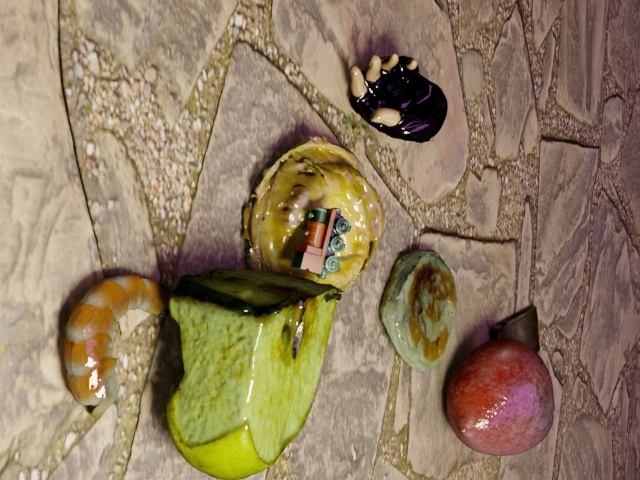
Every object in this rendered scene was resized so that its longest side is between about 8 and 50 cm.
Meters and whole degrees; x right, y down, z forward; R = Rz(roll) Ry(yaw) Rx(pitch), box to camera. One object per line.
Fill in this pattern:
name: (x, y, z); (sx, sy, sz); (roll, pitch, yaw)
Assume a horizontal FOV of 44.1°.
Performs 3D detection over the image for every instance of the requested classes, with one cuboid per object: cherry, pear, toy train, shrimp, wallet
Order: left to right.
shrimp: (-0.236, 0.120, 0.946); (0.166, 0.049, 0.161); (-12, 102, -59)
pear: (-0.095, 0.172, 1.038); (0.238, 0.164, 0.255); (-12, 111, -63)
toy train: (0.000, 0.000, 1.105); (0.064, 0.044, 0.103); (18, 83, -30)
cherry: (0.351, 0.322, 1.599); (0.239, 0.206, 0.239); (-6, 108, -17)
wallet: (0.458, 0.235, 1.849); (0.232, 0.031, 0.122); (-15, 101, -53)

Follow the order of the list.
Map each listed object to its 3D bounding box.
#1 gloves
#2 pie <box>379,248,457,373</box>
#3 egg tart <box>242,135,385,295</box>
gloves: (0.121, -0.242, 1.306); (0.203, 0.124, 0.164); (24, 53, -29)
pie: (0.188, 0.133, 1.476); (0.240, 0.054, 0.240); (-3, 94, -53)
egg tart: (0.007, -0.021, 1.193); (0.279, 0.095, 0.279); (-9, 102, -47)
